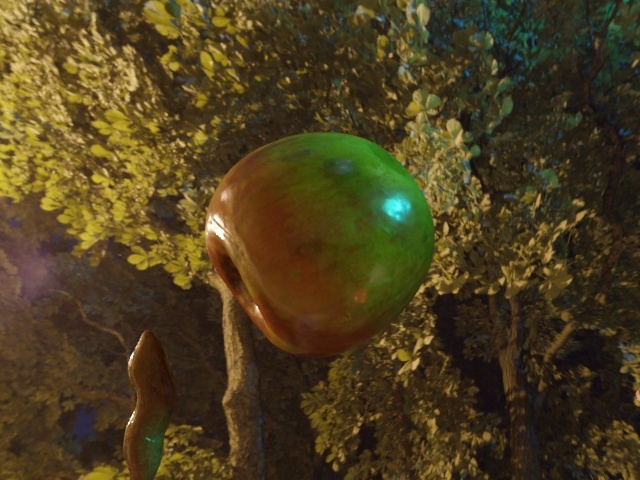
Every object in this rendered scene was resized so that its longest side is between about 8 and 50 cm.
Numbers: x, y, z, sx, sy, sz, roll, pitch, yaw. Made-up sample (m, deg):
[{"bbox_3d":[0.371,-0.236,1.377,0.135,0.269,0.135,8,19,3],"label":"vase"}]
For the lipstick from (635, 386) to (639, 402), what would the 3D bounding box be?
[{"bbox_3d":[0.487,0.182,0.649,0.038,0.038,0.131,25,-50,24],"label":"lipstick"}]

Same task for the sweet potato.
[{"bbox_3d":[-0.222,0.229,0.617,0.065,0.051,0.219,0,-97,9],"label":"sweet potato"}]

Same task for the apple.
[{"bbox_3d":[0.000,0.000,0.727,0.339,0.339,0.340,-4,-100,22],"label":"apple"}]
